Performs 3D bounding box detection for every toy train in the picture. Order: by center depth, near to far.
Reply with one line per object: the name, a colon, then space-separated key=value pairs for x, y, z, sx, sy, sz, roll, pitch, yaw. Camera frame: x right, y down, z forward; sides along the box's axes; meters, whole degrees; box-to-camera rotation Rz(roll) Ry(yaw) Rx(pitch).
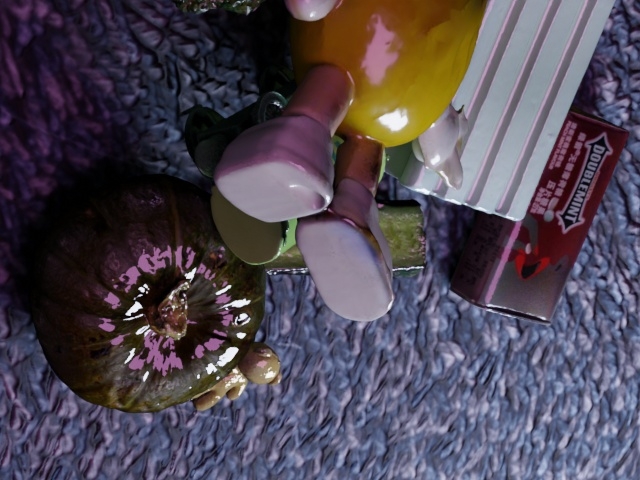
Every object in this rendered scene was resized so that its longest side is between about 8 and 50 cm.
toy train: x=-0.023 y=-0.073 z=1.785 sx=0.253 sy=0.105 sz=0.157 roll=-36 pitch=110 yaw=-56

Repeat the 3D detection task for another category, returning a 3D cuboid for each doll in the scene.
doll: x=0.052 y=-0.144 z=1.700 sx=0.423 sy=0.161 sz=0.348 roll=-47 pitch=135 yaw=-51
doll: x=-0.085 y=0.133 z=1.934 sx=0.093 sy=0.051 sz=0.061 roll=-41 pitch=134 yaw=-10

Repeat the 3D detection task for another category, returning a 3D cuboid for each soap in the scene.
soap: x=0.171 y=-0.167 z=1.944 sx=0.160 sy=0.087 sz=0.265 roll=14 pitch=103 yaw=-37

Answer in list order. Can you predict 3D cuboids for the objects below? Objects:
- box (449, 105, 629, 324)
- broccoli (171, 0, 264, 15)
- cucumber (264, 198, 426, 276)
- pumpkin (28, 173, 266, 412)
box: x=0.227 y=-0.031 z=2.057 sx=0.120 sy=0.069 sz=0.224 roll=16 pitch=100 yaw=-38
broccoli: x=-0.124 y=-0.306 z=1.610 sx=0.242 sy=0.269 sz=0.261 roll=-25 pitch=131 yaw=20
cucumber: x=-0.001 y=-0.001 z=1.930 sx=0.211 sy=0.062 sz=0.078 roll=0 pitch=81 yaw=-27
pumpkin: x=-0.154 y=0.050 z=1.782 sx=0.224 sy=0.157 sz=0.223 roll=-9 pitch=116 yaw=-19
